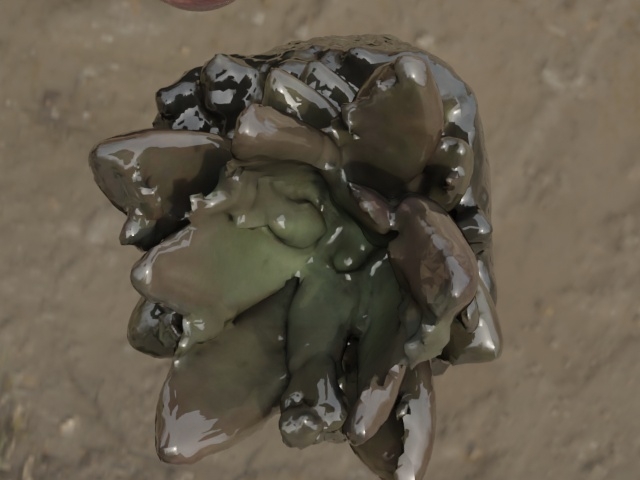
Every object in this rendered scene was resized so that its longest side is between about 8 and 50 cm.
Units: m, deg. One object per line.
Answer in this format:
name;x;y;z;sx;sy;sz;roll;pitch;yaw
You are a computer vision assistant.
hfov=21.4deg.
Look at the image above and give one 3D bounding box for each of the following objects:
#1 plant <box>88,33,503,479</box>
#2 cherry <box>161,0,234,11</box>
plant;0.000;0.000;0.830;0.181;0.194;0.321;-6;12;12
cherry;-0.085;-0.213;0.902;0.090;0.225;0.107;-26;45;-7
